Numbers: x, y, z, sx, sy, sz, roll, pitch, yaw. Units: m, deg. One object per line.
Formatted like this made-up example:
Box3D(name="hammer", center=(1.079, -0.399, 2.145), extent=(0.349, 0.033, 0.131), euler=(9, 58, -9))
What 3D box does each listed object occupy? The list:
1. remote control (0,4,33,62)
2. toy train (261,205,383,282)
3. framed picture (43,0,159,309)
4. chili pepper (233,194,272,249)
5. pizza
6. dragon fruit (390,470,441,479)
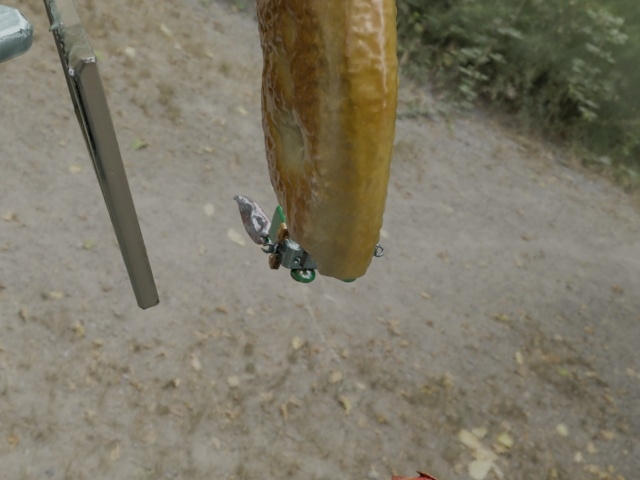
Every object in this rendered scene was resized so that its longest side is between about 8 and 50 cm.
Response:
Box3D(name="remote control", center=(-0.546, -0.303, 1.332), extent=(0.104, 0.052, 0.247), euler=(38, 42, 9))
Box3D(name="toy train", center=(0.000, 0.000, 1.496), extent=(0.228, 0.091, 0.136), euler=(0, 38, -26))
Box3D(name="framed picture", center=(-0.201, -0.125, 0.737), extent=(0.024, 0.232, 0.315), euler=(-16, 45, -13))
Box3D(name="chili pepper", center=(-0.124, -0.035, 1.687), extent=(0.050, 0.041, 0.153), euler=(-27, 51, -12))
Box3D(name="pizza", center=(-0.003, -0.152, 0.643), extent=(0.074, 0.365, 0.182), euler=(-8, 1, -19))
Box3D(name="dragon fruit", center=(0.202, 0.583, 1.794), extent=(0.227, 0.224, 0.224), euler=(0, 24, 4))
